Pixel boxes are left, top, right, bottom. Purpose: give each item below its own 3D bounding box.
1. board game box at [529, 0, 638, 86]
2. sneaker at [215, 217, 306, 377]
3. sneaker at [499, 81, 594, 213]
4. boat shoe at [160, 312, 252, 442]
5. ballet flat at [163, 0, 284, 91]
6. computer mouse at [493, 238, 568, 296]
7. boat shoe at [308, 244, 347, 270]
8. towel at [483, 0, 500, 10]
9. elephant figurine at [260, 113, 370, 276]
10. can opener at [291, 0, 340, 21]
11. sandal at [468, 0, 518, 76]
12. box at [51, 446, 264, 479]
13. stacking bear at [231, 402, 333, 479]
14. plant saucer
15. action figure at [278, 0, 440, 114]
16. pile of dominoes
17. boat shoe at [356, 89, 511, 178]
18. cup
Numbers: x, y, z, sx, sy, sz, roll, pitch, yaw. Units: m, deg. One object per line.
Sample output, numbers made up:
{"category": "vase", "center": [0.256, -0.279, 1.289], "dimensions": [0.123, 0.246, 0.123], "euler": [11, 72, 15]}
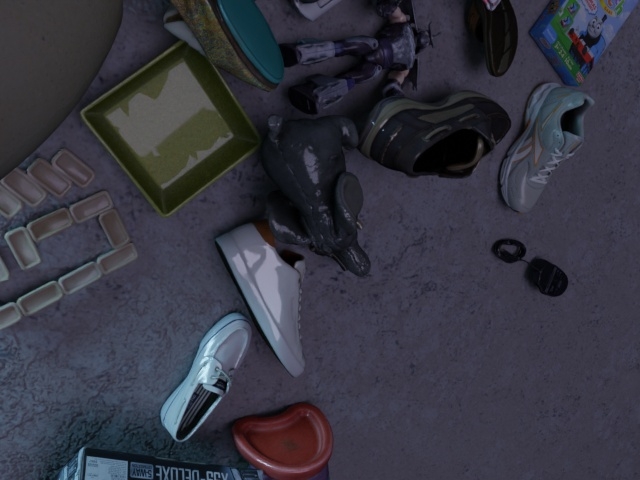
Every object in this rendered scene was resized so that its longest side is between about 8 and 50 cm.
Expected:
{"category": "board game box", "center": [0.511, -0.432, 1.164], "dimensions": [0.160, 0.039, 0.211], "euler": [36, 88, -34]}
{"category": "sneaker", "center": [-0.059, 0.097, 0.992], "dimensions": [0.123, 0.106, 0.290], "euler": [-29, 119, -15]}
{"category": "sneaker", "center": [0.439, -0.172, 1.170], "dimensions": [0.099, 0.121, 0.262], "euler": [6, 105, -31]}
{"category": "boat shoe", "center": [-0.174, 0.229, 0.994], "dimensions": [0.083, 0.076, 0.226], "euler": [30, 91, -35]}
{"category": "ballet flat", "center": [-0.164, -0.312, 0.730], "dimensions": [0.123, 0.123, 0.348], "euler": [-46, 140, -8]}
{"category": "computer mouse", "center": [0.456, 0.059, 1.322], "dimensions": [0.242, 0.041, 0.071], "euler": [30, 83, -28]}
{"category": "boat shoe", "center": [0.000, 0.000, 1.026], "dimensions": [0.049, 0.056, 0.152], "euler": [-40, 113, -5]}
{"category": "towel", "center": [0.259, -0.484, 0.962], "dimensions": [0.197, 0.029, 0.144], "euler": [51, 58, -25]}
{"category": "elephant figurine", "center": [0.004, -0.054, 0.894], "dimensions": [0.186, 0.169, 0.239], "euler": [-12, 86, -27]}
{"category": "can opener", "center": [0.075, -0.421, 0.883], "dimensions": [0.283, 0.095, 0.076], "euler": [-39, 123, -12]}
{"category": "sandal", "center": [0.283, -0.391, 1.039], "dimensions": [0.090, 0.060, 0.219], "euler": [-29, 106, -34]}
{"category": "box", "center": [-0.277, 0.426, 0.944], "dimensions": [0.308, 0.076, 0.242], "euler": [23, 126, -35]}
{"category": "stacking bear", "center": [-0.067, 0.475, 1.107], "dimensions": [0.176, 0.164, 0.288], "euler": [-7, 116, -28]}
{"category": "plant saucer", "center": [-0.205, -0.160, 0.850], "dimensions": [0.188, 0.045, 0.188], "euler": [-39, 123, -11]}
{"category": "action figure", "center": [0.078, -0.283, 0.938], "dimensions": [0.285, 0.099, 0.185], "euler": [-25, 112, -24]}
{"category": "pile of dominoes", "center": [-0.399, -0.004, 0.816], "dimensions": [0.251, 0.040, 0.195], "euler": [-31, 120, -27]}
{"category": "boat shoe", "center": [0.213, -0.158, 0.999], "dimensions": [0.356, 0.130, 0.132], "euler": [-16, 144, -39]}
{"category": "cup", "center": [-0.347, -0.241, 0.608], "dimensions": [0.237, 0.331, 0.331], "euler": [-44, 127, -39]}
